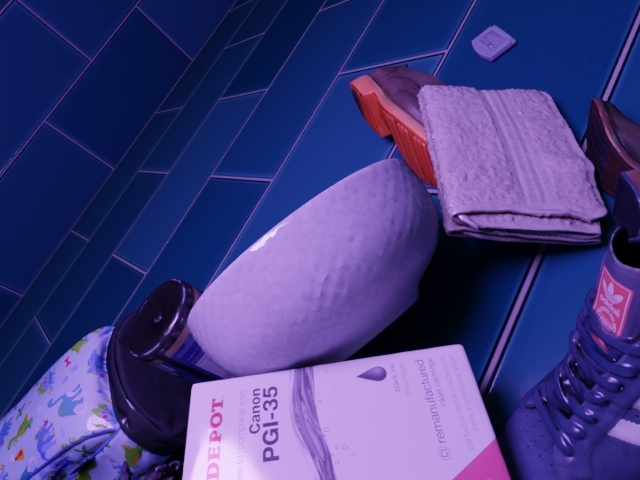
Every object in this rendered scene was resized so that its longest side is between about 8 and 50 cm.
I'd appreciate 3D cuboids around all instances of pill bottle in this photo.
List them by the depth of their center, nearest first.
[{"bbox_3d":[-0.162,0.159,0.688,0.122,0.219,0.123,-26,43,27],"label":"pill bottle"}]

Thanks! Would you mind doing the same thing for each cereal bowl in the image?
[{"bbox_3d":[0.017,0.062,0.562,0.339,0.339,0.141,-41,80,12],"label":"cereal bowl"}]

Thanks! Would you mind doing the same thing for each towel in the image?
[{"bbox_3d":[0.230,-0.113,0.577,0.187,0.049,0.282,3,50,-3],"label":"towel"}]

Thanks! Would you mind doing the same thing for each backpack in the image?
[{"bbox_3d":[-0.405,0.331,0.798,0.356,0.273,0.290,-52,42,18],"label":"backpack"}]

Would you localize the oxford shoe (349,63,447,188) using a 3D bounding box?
[{"bbox_3d":[0.171,-0.209,0.749,0.132,0.130,0.364,-30,46,2],"label":"oxford shoe"}]

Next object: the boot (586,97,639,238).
[{"bbox_3d":[0.371,-0.090,0.501,0.106,0.082,0.219,-5,48,16],"label":"boot"}]

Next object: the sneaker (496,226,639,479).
[{"bbox_3d":[0.242,0.080,0.355,0.350,0.148,0.131,-52,22,19],"label":"sneaker"}]

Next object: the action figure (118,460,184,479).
[{"bbox_3d":[-0.134,0.324,0.536,0.275,0.141,0.164,-15,50,-13],"label":"action figure"}]

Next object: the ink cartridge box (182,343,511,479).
[{"bbox_3d":[0.020,0.232,0.426,0.282,0.117,0.207,-9,46,1],"label":"ink cartridge box"}]

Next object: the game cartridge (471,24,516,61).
[{"bbox_3d":[0.308,-0.354,0.819,0.056,0.017,0.083,-32,40,17],"label":"game cartridge"}]
